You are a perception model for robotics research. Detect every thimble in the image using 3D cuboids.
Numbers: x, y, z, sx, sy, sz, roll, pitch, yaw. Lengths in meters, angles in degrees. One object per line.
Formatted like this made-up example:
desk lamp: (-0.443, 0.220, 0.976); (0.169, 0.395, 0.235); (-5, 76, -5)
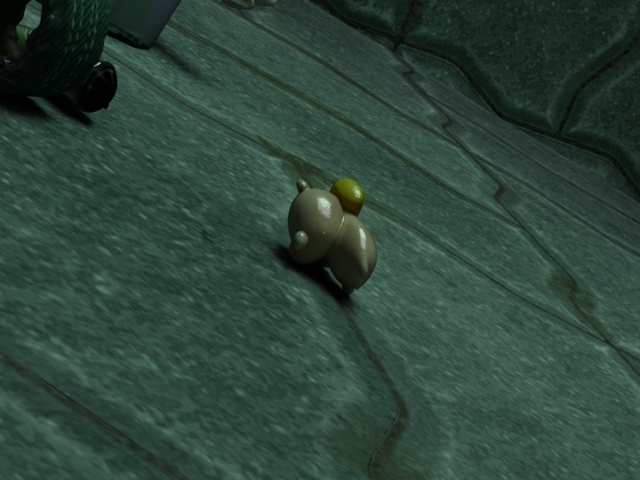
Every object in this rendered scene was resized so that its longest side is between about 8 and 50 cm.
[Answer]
thimble: (-0.264, -0.198, 1.392); (0.118, 0.135, 0.090); (38, 14, 16)

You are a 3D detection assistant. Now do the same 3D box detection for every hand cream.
hand cream: (-0.293, -0.193, 1.514); (0.235, 0.055, 0.086); (31, 8, 25)

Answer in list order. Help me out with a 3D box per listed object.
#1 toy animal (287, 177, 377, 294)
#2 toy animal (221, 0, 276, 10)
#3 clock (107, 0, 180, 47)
toy animal: (0.000, 0.000, 1.458); (0.082, 0.091, 0.114); (3, 59, -33)
toy animal: (-0.152, -0.380, 2.014); (0.124, 0.124, 0.212); (5, 61, -65)
clock: (-0.336, -0.384, 2.009); (0.338, 0.102, 0.338); (31, 12, -7)
